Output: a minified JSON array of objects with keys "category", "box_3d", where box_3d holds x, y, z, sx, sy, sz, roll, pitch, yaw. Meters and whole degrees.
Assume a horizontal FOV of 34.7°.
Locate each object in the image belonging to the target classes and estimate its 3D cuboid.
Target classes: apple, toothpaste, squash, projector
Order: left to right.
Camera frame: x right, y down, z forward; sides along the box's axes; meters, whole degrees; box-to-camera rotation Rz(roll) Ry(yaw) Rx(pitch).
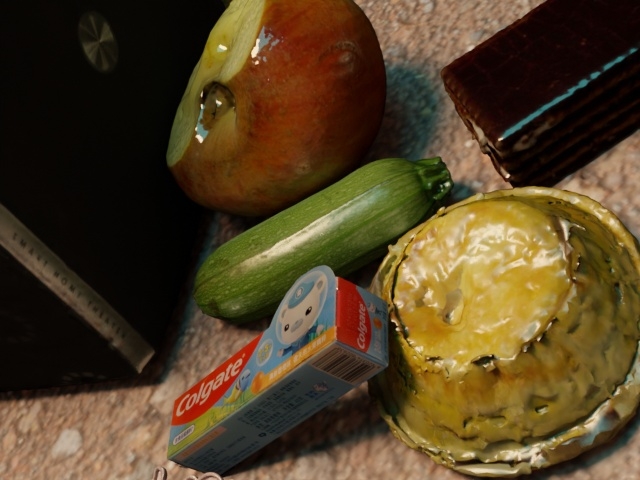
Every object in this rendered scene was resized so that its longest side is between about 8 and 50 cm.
[{"category":"projector","box_3d":[-0.274,-0.138,0.830,0.242,0.395,0.405,-10,51,26]},{"category":"toothpaste","box_3d":[-0.032,0.088,0.683,0.193,0.044,0.070,-39,35,38]},{"category":"apple","box_3d":[-0.032,-0.109,0.816,0.195,0.160,0.173,-56,5,29]},{"category":"squash","box_3d":[0.000,0.000,0.773,0.219,0.077,0.068,-28,85,7]}]

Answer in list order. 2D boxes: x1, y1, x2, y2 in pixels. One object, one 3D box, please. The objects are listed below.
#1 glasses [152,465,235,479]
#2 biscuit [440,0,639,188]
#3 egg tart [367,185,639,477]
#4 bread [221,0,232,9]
[{"category":"glasses","box_3d":[-0.088,0.236,0.618,0.162,0.095,0.255,-30,45,-4]},{"category":"biscuit","box_3d":[0.275,-0.181,0.748,0.388,0.073,0.107,-33,45,4]},{"category":"egg tart","box_3d":[0.110,0.044,0.657,0.212,0.090,0.212,-18,50,23]},{"category":"bread","box_3d":[-0.082,-0.310,1.065,0.132,0.103,0.172,-38,44,0]}]
